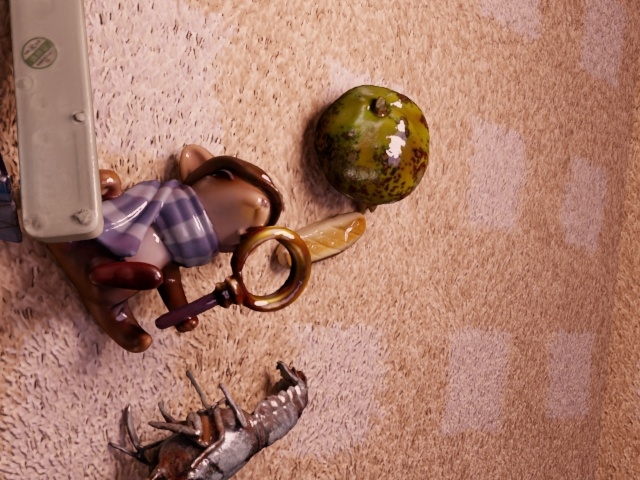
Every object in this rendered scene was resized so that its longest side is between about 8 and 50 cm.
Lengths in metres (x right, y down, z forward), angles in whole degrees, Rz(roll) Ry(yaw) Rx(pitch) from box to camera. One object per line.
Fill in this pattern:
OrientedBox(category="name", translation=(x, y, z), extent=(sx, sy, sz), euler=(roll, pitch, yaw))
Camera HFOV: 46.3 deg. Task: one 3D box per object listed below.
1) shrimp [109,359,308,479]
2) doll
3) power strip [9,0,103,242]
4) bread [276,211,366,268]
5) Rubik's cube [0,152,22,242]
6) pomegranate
OrientedBox(category="shrimp", translation=(-0.163, 0.304, 1.192), extent=(0.410, 0.166, 0.221), euler=(-12, 129, -39))
OrientedBox(category="doll", translation=(-0.205, -0.002, 1.077), extent=(0.339, 0.209, 0.318), euler=(-29, 98, -32))
OrientedBox(category="power strip", translation=(-0.340, -0.190, 0.958), extent=(0.091, 0.062, 0.385), euler=(-6, 81, -8))
OrientedBox(category="bread", translation=(0.000, 0.000, 1.393), extent=(0.214, 0.053, 0.073), euler=(-23, 107, -38))
OrientedBox(category="Rubik's cube", translation=(-0.430, -0.062, 0.876), extent=(0.190, 0.178, 0.211), euler=(-28, 111, -37))
OrientedBox(category="pomegranate", translation=(0.115, -0.154, 1.391), extent=(0.276, 0.203, 0.222), euler=(49, 45, -39))
